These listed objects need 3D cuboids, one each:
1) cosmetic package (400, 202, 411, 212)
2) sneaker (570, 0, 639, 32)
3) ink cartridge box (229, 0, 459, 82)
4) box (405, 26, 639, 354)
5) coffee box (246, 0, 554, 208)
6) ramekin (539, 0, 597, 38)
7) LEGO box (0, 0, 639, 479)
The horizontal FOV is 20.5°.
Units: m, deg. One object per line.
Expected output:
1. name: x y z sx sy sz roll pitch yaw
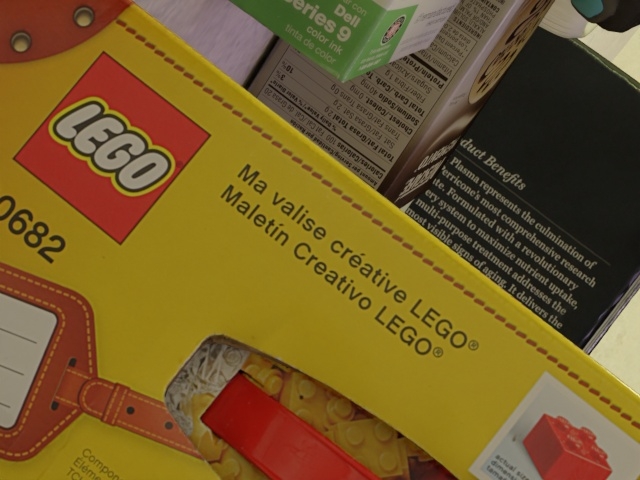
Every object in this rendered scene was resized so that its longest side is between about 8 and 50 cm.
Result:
1. cosmetic package: 0.000 0.000 1.516 0.231 0.085 0.117 -53 172 9
2. sneaker: 0.320 -0.204 1.184 0.340 0.140 0.125 -28 -179 -22
3. ink cartridge box: 0.056 -0.203 0.960 0.212 0.093 0.154 -58 170 21
4. box: 0.223 0.015 2.047 0.472 0.297 0.480 -52 171 8
5. coffee box: 0.081 -0.165 1.150 0.297 0.119 0.168 -56 171 23
6. ramekin: 0.238 -0.277 1.570 0.207 0.109 0.207 -51 171 -11
7. LEGO box: 0.030 0.129 0.796 0.193 0.500 0.372 -51 172 -6
